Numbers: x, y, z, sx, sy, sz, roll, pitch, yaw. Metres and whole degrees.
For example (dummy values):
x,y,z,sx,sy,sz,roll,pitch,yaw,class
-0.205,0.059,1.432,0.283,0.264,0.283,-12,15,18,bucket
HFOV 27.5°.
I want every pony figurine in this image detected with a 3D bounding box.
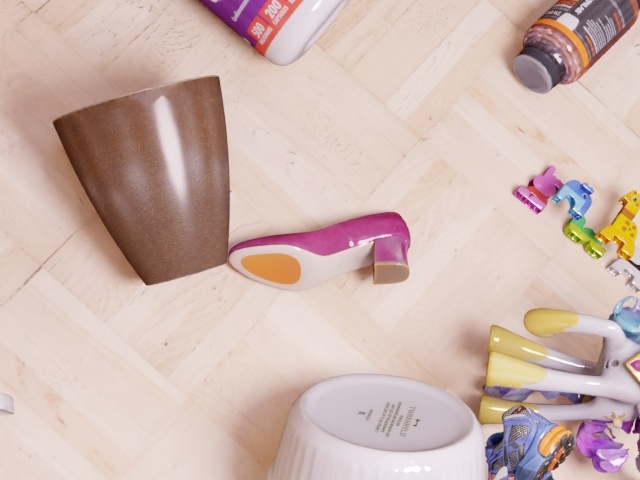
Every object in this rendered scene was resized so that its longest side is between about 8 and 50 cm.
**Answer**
x,y,z,sx,sy,sz,roll,pitch,yaw,class
0.390,0.198,1.669,0.363,0.351,0.302,7,67,7,pony figurine

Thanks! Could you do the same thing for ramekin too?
x,y,z,sx,sy,sz,roll,pitch,yaw,class
0.072,0.259,1.560,0.273,0.273,0.127,0,109,-15,ramekin

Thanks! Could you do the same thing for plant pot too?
x,y,z,sx,sy,sz,roll,pitch,yaw,class
-0.198,-0.068,1.644,0.215,0.215,0.230,-17,93,-19,plant pot

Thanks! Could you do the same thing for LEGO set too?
x,y,z,sx,sy,sz,roll,pitch,yaw,class
0.399,-0.039,1.847,0.227,0.087,0.093,39,68,-3,LEGO set

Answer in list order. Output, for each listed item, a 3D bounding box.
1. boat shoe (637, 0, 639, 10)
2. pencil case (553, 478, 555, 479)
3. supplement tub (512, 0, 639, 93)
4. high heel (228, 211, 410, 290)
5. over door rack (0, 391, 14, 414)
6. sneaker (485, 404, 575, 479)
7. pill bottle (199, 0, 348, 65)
x,y,z,sx,sy,sz,roll,pitch,yaw,class
0.421,-0.454,1.974,0.258,0.089,0.109,44,68,0,boat shoe
0.323,0.393,1.703,0.206,0.088,0.086,49,31,3,pencil case
0.367,-0.299,1.905,0.106,0.106,0.198,46,68,1,supplement tub
0.000,0.000,1.746,0.244,0.082,0.117,-1,42,-2,high heel
-0.533,0.095,1.540,0.324,0.108,0.239,-3,76,-16,over door rack
0.238,0.274,1.597,0.083,0.221,0.087,-26,60,-35,sneaker
-0.114,-0.397,1.761,0.323,0.181,0.181,40,68,-1,pill bottle
